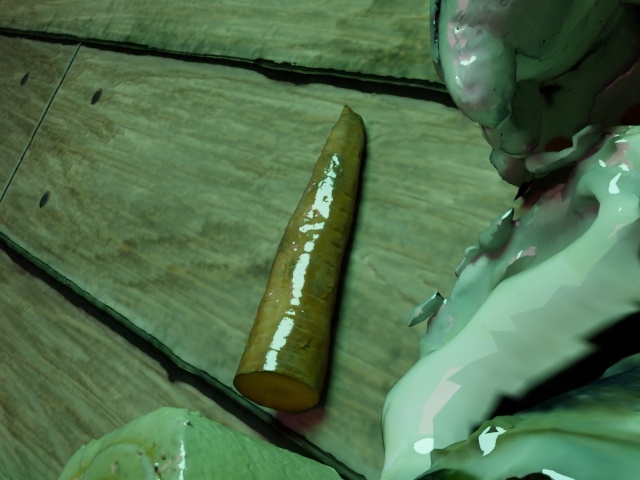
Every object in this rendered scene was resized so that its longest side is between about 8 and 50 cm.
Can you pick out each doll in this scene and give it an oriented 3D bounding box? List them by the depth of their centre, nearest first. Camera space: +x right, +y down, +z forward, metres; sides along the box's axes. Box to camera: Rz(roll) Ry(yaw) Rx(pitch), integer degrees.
[{"bbox_3d":[0.118,-0.094,0.513,0.149,0.192,0.095,-45,59,12],"label":"doll"}]

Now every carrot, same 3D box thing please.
[{"bbox_3d":[0.000,0.000,0.703,0.057,0.057,0.224,-13,52,47],"label":"carrot"}]

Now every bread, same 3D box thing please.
[{"bbox_3d":[-0.070,0.172,0.585,0.148,0.141,0.134,-43,40,23],"label":"bread"}]

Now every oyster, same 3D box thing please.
[{"bbox_3d":[0.096,0.066,0.413,0.351,0.115,0.238,-57,1,44],"label":"oyster"}]
